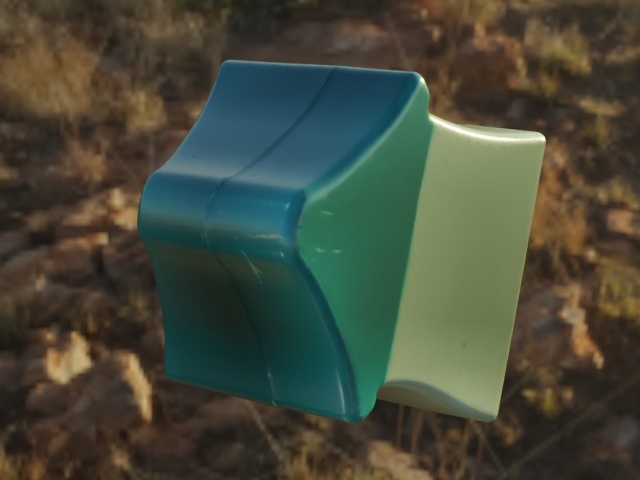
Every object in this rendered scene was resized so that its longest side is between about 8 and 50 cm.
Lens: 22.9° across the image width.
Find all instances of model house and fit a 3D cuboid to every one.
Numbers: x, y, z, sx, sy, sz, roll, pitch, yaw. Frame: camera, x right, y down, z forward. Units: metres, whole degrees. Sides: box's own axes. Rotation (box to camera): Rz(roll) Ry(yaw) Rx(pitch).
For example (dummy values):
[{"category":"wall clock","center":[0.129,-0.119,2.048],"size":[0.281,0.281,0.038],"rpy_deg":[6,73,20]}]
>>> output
[{"category":"model house","center":[0.000,0.000,0.594],"size":[0.100,0.127,0.149],"rpy_deg":[8,-3,38]}]
